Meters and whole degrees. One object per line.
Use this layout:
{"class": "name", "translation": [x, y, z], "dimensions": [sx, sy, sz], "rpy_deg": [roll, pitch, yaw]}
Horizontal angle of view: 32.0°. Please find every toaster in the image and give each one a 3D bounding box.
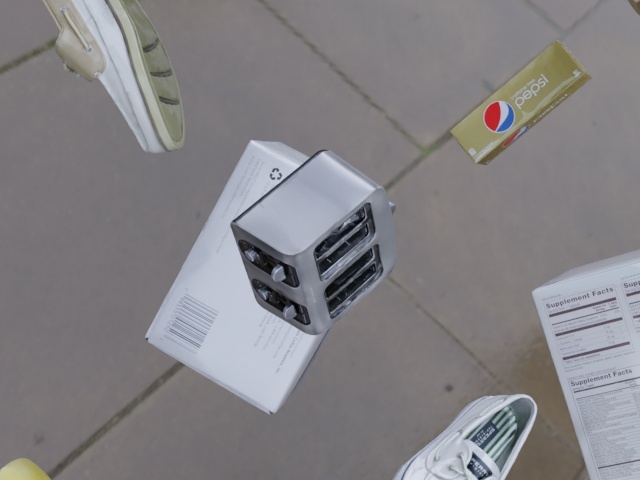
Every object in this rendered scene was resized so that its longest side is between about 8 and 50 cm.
{"class": "toaster", "translation": [0.000, 0.000, 1.336], "dimensions": [0.186, 0.168, 0.110], "rpy_deg": [-40, 55, -22]}

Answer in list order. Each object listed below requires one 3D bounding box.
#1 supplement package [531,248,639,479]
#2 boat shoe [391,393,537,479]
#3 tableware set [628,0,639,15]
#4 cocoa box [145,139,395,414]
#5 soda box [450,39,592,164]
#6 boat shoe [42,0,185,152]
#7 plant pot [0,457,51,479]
{"class": "supplement package", "translation": [0.396, 0.143, 1.285], "dimensions": [0.199, 0.198, 0.262], "rpy_deg": [-13, 85, -64]}
{"class": "boat shoe", "translation": [0.135, 0.219, 1.073], "dimensions": [0.083, 0.076, 0.226], "rpy_deg": [46, 49, -6]}
{"class": "tableware set", "translation": [0.420, -0.368, 1.471], "dimensions": [0.039, 0.194, 0.128], "rpy_deg": [-32, 40, -9]}
{"class": "cocoa box", "translation": [-0.067, 0.046, 1.715], "dimensions": [0.231, 0.347, 0.228], "rpy_deg": [29, 8, 5]}
{"class": "soda box", "translation": [0.260, -0.177, 1.447], "dimensions": [0.058, 0.181, 0.061], "rpy_deg": [53, 18, 12]}
{"class": "boat shoe", "translation": [-0.253, -0.235, 1.302], "dimensions": [0.113, 0.103, 0.302], "rpy_deg": [-43, 112, -78]}
{"class": "plant pot", "translation": [-0.439, 0.410, 1.680], "dimensions": [0.095, 0.134, 0.134], "rpy_deg": [22, 47, 21]}
